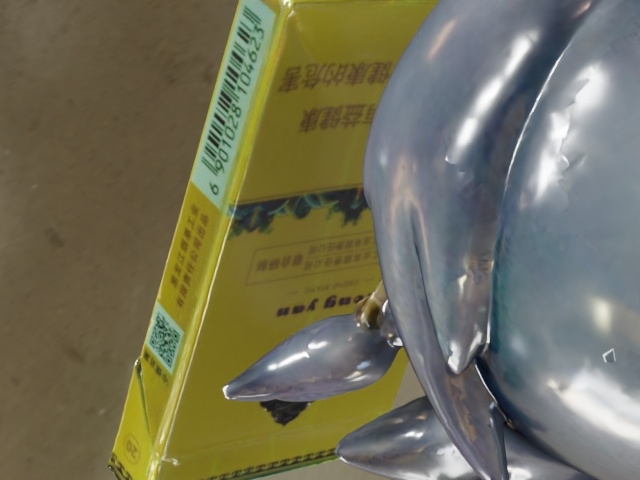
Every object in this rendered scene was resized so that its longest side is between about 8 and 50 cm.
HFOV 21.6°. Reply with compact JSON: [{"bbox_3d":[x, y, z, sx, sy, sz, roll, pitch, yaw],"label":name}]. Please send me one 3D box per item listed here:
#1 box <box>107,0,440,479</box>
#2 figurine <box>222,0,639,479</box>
[{"bbox_3d":[0.000,-0.001,0.803,0.041,0.153,0.279,44,128,37],"label":"box"},{"bbox_3d":[0.099,0.019,0.485,0.197,0.175,0.265,21,152,33],"label":"figurine"}]
